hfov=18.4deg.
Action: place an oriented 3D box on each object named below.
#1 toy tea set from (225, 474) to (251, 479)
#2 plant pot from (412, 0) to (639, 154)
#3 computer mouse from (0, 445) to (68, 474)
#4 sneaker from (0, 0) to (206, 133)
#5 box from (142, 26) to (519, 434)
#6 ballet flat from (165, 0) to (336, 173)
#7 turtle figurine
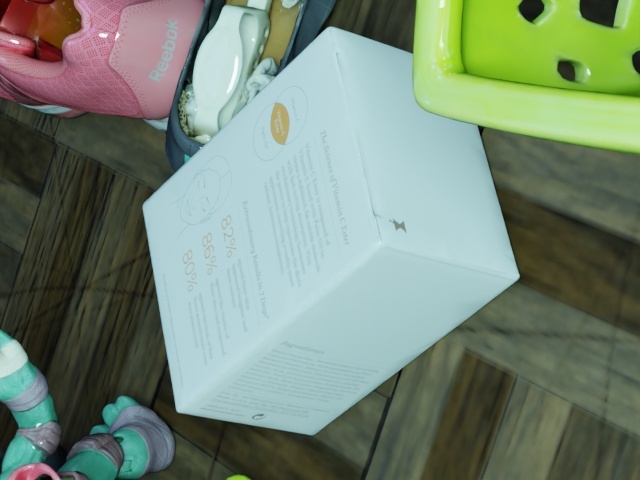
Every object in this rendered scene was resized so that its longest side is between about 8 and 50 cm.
[{"bbox_3d":[-0.065,0.287,0.977,0.200,0.124,0.336,-82,-3,-73],"label":"toy tea set"},{"bbox_3d":[0.188,-0.138,0.693,0.227,0.207,0.228,13,99,53],"label":"plant pot"},{"bbox_3d":[-0.212,0.193,1.256,0.242,0.041,0.071,-39,52,46],"label":"computer mouse"},{"bbox_3d":[-0.165,-0.139,1.210,0.314,0.136,0.116,14,89,52],"label":"sneaker"},{"bbox_3d":[0.000,0.000,0.996,0.170,0.091,0.130,-40,50,38],"label":"box"},{"bbox_3d":[-0.034,-0.125,1.069,0.074,0.074,0.203,6,72,52],"label":"ballet flat"},{"bbox_3d":[-0.168,0.145,1.048,0.118,0.234,0.175,41,104,22],"label":"turtle figurine"}]
